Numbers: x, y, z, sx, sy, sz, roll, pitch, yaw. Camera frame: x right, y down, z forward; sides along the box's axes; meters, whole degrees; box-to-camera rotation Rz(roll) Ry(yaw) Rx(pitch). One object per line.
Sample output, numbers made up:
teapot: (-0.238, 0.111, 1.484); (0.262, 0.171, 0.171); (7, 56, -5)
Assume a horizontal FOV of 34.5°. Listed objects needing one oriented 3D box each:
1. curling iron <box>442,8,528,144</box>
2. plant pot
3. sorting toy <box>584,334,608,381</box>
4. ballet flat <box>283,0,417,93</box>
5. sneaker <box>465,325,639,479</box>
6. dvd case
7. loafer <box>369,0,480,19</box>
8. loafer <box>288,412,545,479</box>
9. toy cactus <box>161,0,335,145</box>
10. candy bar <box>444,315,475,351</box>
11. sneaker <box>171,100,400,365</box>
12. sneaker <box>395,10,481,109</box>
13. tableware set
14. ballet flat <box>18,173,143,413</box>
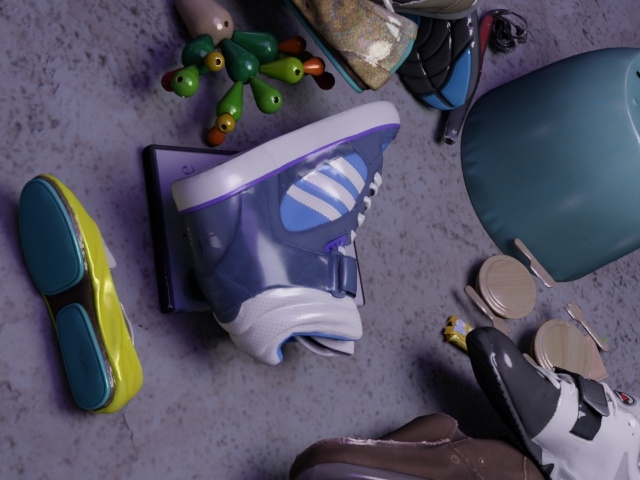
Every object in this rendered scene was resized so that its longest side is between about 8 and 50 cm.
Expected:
curling iron: (0.218, -0.229, 1.400); (0.068, 0.035, 0.274); (18, 52, 17)
plant pot: (0.372, -0.118, 1.352); (0.293, 0.235, 0.293); (14, 64, -31)
sorting toy: (0.362, 0.158, 1.382); (0.083, 0.012, 0.062); (-16, 78, -35)
ballet flat: (-0.023, -0.319, 1.168); (0.348, 0.123, 0.123); (48, 50, 11)
sneaker: (0.289, 0.197, 1.196); (0.146, 0.122, 0.330); (-37, 116, 2)
dvd case: (-0.068, -0.011, 1.130); (0.253, 0.022, 0.181); (1, 72, -35)
loafer: (0.068, -0.319, 1.232); (0.251, 0.087, 0.094); (2, 85, 7)
loafer: (0.101, 0.256, 1.103); (0.365, 0.134, 0.130); (18, 36, -40)
toy cactus: (-0.099, -0.204, 1.148); (0.219, 0.112, 0.180); (-25, 69, -37)
candy bar: (0.215, 0.145, 1.276); (0.161, 0.018, 0.040); (35, 46, -21)
sneaker: (0.000, 0.000, 1.093); (0.322, 0.130, 0.236); (-28, 99, -44)
sneaker: (0.154, -0.339, 1.352); (0.139, 0.125, 0.341); (-9, 85, -56)
tableware set: (0.265, 0.104, 1.306); (0.128, 0.039, 0.194); (-38, 88, -34)
ballet flat: (-0.221, 0.049, 0.974); (0.077, 0.077, 0.231); (-9, 81, -59)
